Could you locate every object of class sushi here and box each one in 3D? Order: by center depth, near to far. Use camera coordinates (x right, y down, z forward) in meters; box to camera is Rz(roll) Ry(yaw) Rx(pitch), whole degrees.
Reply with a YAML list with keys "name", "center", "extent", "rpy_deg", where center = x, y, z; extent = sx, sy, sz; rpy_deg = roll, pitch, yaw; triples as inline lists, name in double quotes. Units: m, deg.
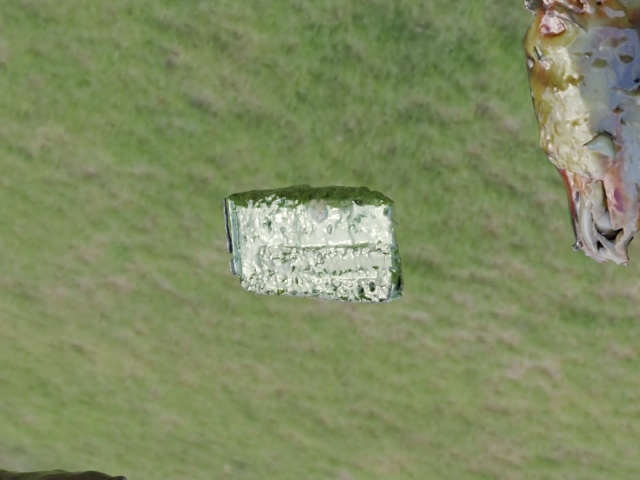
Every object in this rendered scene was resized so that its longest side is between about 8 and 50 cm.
- name: "sushi"
  center: [0.184, -0.091, 0.756]
  extent: [0.103, 0.226, 0.097]
  rpy_deg: [-17, -166, 3]

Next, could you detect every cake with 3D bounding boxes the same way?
- name: "cake"
  center: [0.020, -0.002, 1.101]
  extent: [0.099, 0.100, 0.235]
  rpy_deg: [-11, -172, -38]

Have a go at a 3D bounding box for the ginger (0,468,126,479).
- name: "ginger"
  center: [-0.283, 0.320, 1.111]
  extent: [0.269, 0.223, 0.200]
  rpy_deg: [6, 159, -2]
